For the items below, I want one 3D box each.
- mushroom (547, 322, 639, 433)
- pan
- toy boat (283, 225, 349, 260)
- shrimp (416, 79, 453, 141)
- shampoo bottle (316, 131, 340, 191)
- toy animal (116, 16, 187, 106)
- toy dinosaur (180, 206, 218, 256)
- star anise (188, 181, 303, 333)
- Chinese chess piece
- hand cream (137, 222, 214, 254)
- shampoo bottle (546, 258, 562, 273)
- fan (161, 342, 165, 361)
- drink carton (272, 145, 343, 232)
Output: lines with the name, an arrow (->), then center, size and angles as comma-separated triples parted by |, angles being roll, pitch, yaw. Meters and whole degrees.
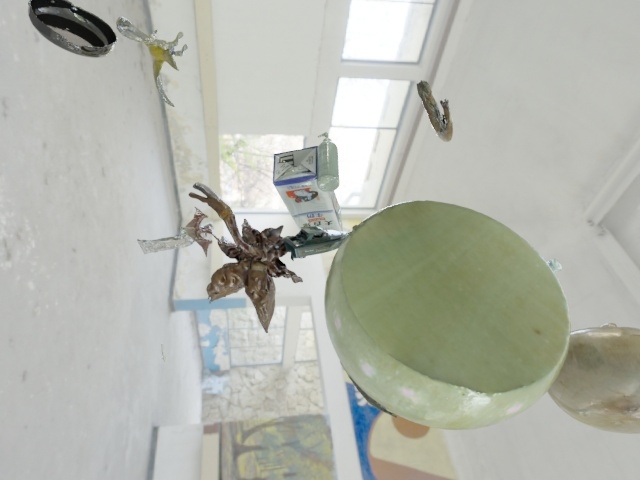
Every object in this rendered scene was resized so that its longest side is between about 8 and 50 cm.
mushroom -> 0.504, 0.227, 0.759 | 0.226, 0.227, 0.178 | 105, 7, -58
pan -> -0.384, -0.350, 0.656 | 0.040, 0.115, 0.212 | -41, -111, 34
toy boat -> 0.000, 0.000, 0.892 | 0.055, 0.141, 0.059 | 35, -51, 53
shrimp -> 0.350, -0.405, 1.344 | 0.152, 0.046, 0.219 | 43, 25, -82
shampoo bottle -> 0.018, -0.205, 1.085 | 0.056, 0.056, 0.195 | 101, -9, -51
toy animal -> -0.327, -0.401, 0.926 | 0.219, 0.095, 0.155 | 75, 14, -53
toy dinosaur -> -0.383, -0.029, 1.381 | 0.032, 0.108, 0.220 | 110, -32, -48
star anise -> -0.173, 0.028, 0.946 | 0.148, 0.238, 0.346 | -88, 154, -74
Chinese chess piece -> 0.179, 0.099, 0.661 | 0.146, 0.350, 0.349 | 101, -17, -49
hand cream -> -0.494, -0.005, 1.527 | 0.084, 0.257, 0.050 | 86, -15, -57
shampoo bottle -> 0.561, 0.108, 1.187 | 0.069, 0.041, 0.190 | 57, -38, 15
fan -> -0.483, 0.355, 1.358 | 0.080, 0.003, 0.060 | -117, -158, -51
drink carton -> -0.027, -0.124, 1.253 | 0.315, 0.131, 0.106 | 62, 24, -59
